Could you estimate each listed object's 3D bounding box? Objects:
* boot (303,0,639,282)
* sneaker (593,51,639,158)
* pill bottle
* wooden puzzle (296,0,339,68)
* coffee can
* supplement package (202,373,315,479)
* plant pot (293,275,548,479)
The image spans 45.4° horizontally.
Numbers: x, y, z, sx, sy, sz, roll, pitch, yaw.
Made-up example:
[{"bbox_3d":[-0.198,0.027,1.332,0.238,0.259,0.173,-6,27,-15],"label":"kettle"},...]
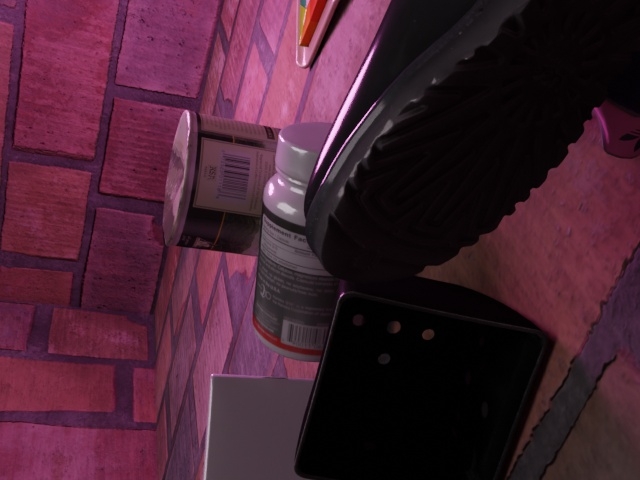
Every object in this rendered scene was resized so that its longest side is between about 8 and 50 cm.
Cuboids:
[{"bbox_3d":[0.046,-0.233,0.604,0.367,0.146,0.445,-49,46,17],"label":"boot"},{"bbox_3d":[0.172,-0.168,0.648,0.319,0.112,0.131,-132,49,-58],"label":"sneaker"},{"bbox_3d":[0.000,0.000,0.994,0.161,0.161,0.283,-117,31,-60],"label":"pill bottle"},{"bbox_3d":[-0.005,-0.483,1.461,0.238,0.044,0.221,132,142,-59],"label":"wooden puzzle"},{"bbox_3d":[-0.082,-0.073,1.146,0.201,0.275,0.201,-171,90,-72],"label":"coffee can"},{"bbox_3d":[-0.077,0.346,1.071,0.175,0.178,0.293,112,161,-71],"label":"supplement package"},{"bbox_3d":[0.082,0.119,0.749,0.167,0.187,0.188,-98,21,-70],"label":"plant pot"}]
